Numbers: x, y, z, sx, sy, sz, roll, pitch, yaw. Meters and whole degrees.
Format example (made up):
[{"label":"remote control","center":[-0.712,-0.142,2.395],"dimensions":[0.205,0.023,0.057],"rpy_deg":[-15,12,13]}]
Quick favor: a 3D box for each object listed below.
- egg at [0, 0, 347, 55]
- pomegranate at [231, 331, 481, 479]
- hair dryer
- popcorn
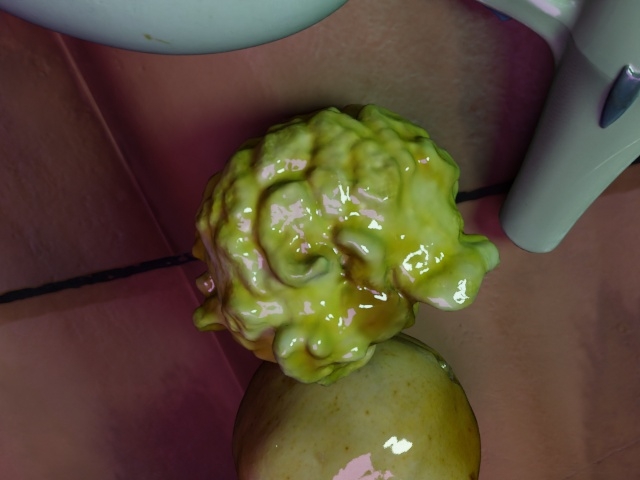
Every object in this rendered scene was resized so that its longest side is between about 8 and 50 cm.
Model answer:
[{"label":"egg","center":[-0.131,-0.240,0.761],"dimensions":[0.371,0.230,0.230],"rpy_deg":[10,125,9]},{"label":"pomegranate","center":[0.035,0.179,1.035],"dimensions":[0.233,0.233,0.233],"rpy_deg":[4,125,6]},{"label":"hair dryer","center":[0.154,-0.122,0.895],"dimensions":[0.298,0.119,0.296],"rpy_deg":[14,131,19]},{"label":"popcorn","center":[0.009,0.007,0.919],"dimensions":[0.217,0.181,0.235],"rpy_deg":[39,90,6]}]
